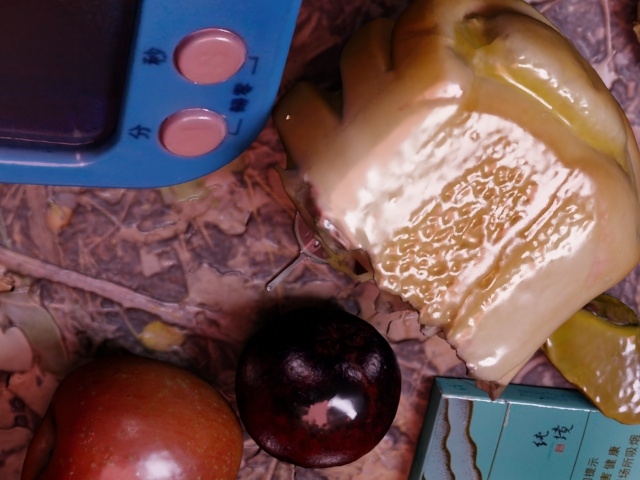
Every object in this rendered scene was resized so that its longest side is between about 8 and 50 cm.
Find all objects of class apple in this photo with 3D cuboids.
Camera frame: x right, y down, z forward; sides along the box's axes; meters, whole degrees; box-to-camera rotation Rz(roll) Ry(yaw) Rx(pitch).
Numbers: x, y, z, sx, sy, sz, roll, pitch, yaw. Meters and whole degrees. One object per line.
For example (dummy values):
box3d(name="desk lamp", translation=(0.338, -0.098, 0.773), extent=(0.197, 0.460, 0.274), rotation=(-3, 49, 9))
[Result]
box3d(name="apple", translation=(-0.165, 0.190, 1.382), extent=(0.168, 0.181, 0.181), rotation=(25, 109, -23))

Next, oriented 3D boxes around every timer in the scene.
box3d(name="timer", translation=(-0.173, -0.180, 1.163), extent=(0.309, 0.115, 0.340), rotation=(2, 139, -15))

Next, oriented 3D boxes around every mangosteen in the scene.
box3d(name="mangosteen", translation=(-0.004, 0.136, 1.403), extent=(0.152, 0.152, 0.152), rotation=(-4, 116, -8))

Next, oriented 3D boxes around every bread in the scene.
box3d(name="bread", translation=(0.116, -0.062, 1.299), extent=(0.270, 0.211, 0.315), rotation=(-47, 119, 3))

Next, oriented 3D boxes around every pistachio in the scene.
box3d(name="pistachio", translation=(0.259, 0.099, 1.477), extent=(0.089, 0.049, 0.173), rotation=(-47, 113, -1))

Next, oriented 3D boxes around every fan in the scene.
box3d(name="fan", translation=(0.000, 0.000, 1.412), extent=(0.133, 0.005, 0.085), rotation=(-42, 116, 10))

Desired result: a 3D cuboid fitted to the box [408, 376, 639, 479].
box3d(name="box", translation=(0.203, 0.218, 1.531), extent=(0.229, 0.041, 0.162), rotation=(7, 114, -13))

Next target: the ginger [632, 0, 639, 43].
box3d(name="ginger", translation=(0.315, -0.204, 1.338), extent=(0.096, 0.067, 0.165), rotation=(17, 98, -17))
